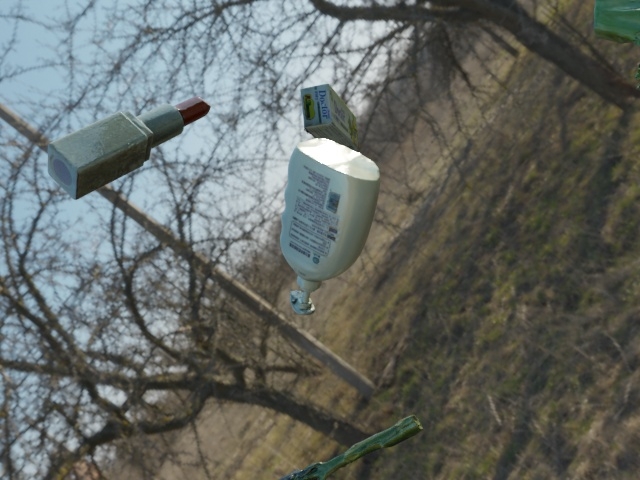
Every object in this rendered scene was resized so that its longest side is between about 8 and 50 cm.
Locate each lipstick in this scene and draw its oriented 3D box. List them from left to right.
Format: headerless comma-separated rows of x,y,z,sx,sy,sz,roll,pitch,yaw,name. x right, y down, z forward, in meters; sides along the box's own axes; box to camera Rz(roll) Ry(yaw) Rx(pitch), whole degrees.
-0.122,-0.073,0.465,0.129,0.030,0.030,-38,-16,-39,lipstick

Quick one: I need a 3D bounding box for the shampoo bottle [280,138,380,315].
0.000,0.000,0.546,0.045,0.077,0.152,-31,-39,-49,shampoo bottle

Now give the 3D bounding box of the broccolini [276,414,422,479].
0.032,0.306,0.916,0.254,0.057,0.071,-30,32,23,broccolini

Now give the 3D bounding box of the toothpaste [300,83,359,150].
0.013,-0.134,0.781,0.164,0.034,0.046,11,-108,-76,toothpaste

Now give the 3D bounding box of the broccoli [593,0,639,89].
0.404,-0.240,0.763,0.194,0.194,0.219,-52,-9,30,broccoli
